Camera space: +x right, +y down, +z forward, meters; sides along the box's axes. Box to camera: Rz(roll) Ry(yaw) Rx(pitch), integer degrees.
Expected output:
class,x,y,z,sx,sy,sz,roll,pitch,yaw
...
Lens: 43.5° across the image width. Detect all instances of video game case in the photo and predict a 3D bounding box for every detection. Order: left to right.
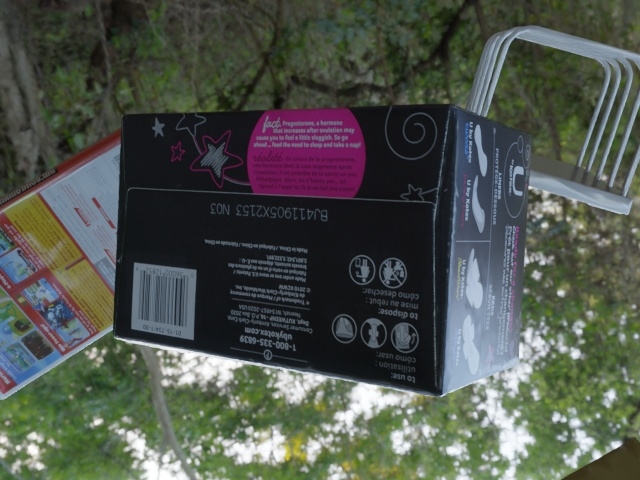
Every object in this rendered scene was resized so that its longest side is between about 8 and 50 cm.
class,x,y,z,sx,sy,sz,roll,pitch,yaw
video game case,-0.279,0.028,0.868,0.285,0.204,0.025,-33,-140,-10

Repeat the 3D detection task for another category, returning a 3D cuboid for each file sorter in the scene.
class,x,y,z,sx,sy,sz,roll,pitch,yaw
file sorter,0.281,-0.162,0.993,0.193,0.173,0.277,16,-166,3

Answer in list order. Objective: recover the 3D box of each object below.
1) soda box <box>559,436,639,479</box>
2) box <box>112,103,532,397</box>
class,x,y,z,sx,sy,sz,roll,pitch,yaw
soda box,0.090,0.148,0.333,0.181,0.061,0.058,-11,-136,-36
box,0.000,0.000,0.538,0.247,0.163,0.142,4,-177,33
